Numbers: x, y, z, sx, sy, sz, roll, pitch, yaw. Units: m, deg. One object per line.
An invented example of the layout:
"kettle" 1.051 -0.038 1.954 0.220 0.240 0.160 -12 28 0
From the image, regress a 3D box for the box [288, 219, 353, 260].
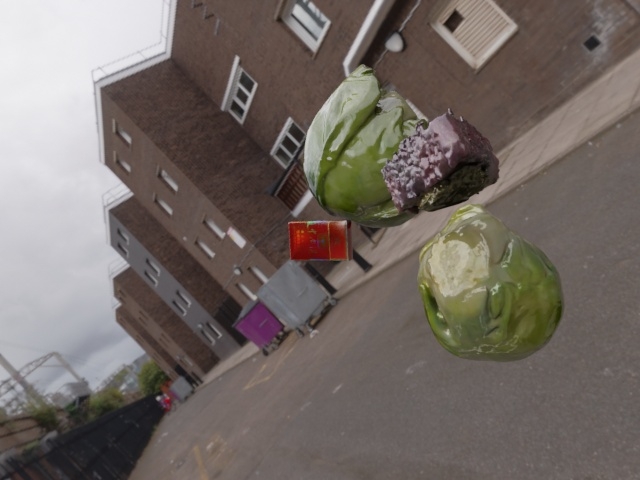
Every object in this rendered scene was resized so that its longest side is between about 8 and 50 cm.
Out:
"box" 0.000 0.000 1.184 0.175 0.112 0.048 -1 5 23

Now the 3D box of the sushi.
"sushi" 0.201 -0.114 0.646 0.162 0.107 0.241 -18 -13 -16

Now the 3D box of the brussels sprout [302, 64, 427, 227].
"brussels sprout" 0.124 -0.229 1.218 0.361 0.425 0.342 -37 -8 11

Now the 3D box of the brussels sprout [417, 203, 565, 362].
"brussels sprout" 0.320 0.095 0.864 0.268 0.344 0.344 -41 0 13
